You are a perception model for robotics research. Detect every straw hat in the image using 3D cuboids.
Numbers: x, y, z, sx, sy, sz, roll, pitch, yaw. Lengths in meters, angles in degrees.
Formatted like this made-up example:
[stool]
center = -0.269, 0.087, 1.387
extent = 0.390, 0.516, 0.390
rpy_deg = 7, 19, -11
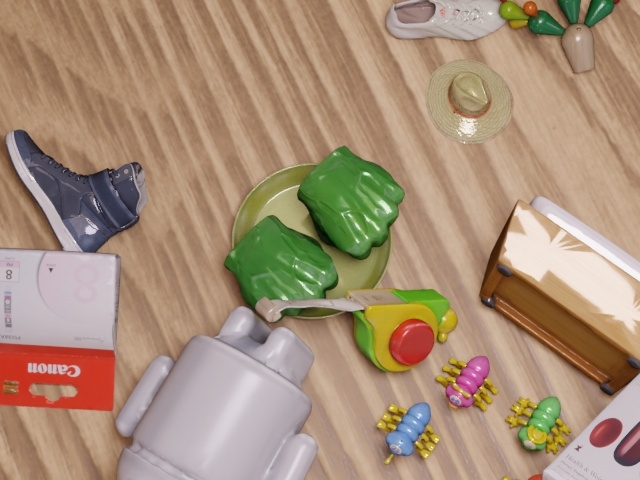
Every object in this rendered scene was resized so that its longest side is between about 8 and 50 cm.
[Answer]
[straw hat]
center = 0.230, -0.225, 1.817
extent = 0.144, 0.061, 0.145
rpy_deg = 0, 75, 1

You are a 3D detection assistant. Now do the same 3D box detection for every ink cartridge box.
[ink cartridge box]
center = -0.390, 0.130, 1.721
extent = 0.189, 0.066, 0.232
rpy_deg = 3, 86, 3

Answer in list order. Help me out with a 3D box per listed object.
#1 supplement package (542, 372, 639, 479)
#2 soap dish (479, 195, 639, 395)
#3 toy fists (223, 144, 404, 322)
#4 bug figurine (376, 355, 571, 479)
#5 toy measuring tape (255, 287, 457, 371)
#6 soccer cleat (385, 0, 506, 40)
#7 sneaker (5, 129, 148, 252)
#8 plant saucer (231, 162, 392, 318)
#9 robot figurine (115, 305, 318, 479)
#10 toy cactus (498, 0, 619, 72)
[supplement package]
center = 0.421, 0.321, 1.513
extent = 0.203, 0.149, 0.194
rpy_deg = -39, 55, -24
[soap dish]
center = 0.360, 0.084, 1.645
extent = 0.291, 0.229, 0.118
rpy_deg = 36, 74, 10
[toy fists]
center = 0.000, 0.000, 1.713
extent = 0.279, 0.096, 0.142
rpy_deg = -43, 71, -7
[bug figurine]
center = 0.230, 0.277, 1.663
extent = 0.279, 0.072, 0.216
rpy_deg = 30, 64, 9
[toy measuring tape]
center = 0.055, 0.131, 1.667
extent = 0.330, 0.121, 0.121
rpy_deg = -1, 73, -31
[soccer cleat]
center = 0.199, -0.349, 1.841
extent = 0.196, 0.076, 0.068
rpy_deg = -6, 76, 0
[sneaker]
center = -0.359, -0.101, 1.781
extent = 0.163, 0.086, 0.226
rpy_deg = -34, 87, 4
[plant saucer]
center = -0.012, 0.003, 1.778
extent = 0.240, 0.037, 0.241
rpy_deg = 0, 75, 1
[robot figurine]
center = -0.146, 0.271, 1.629
extent = 0.300, 0.200, 0.353
rpy_deg = 25, 77, 31
[toy cactus]
center = 0.382, -0.350, 1.834
extent = 0.219, 0.112, 0.181
rpy_deg = -16, 97, -15
